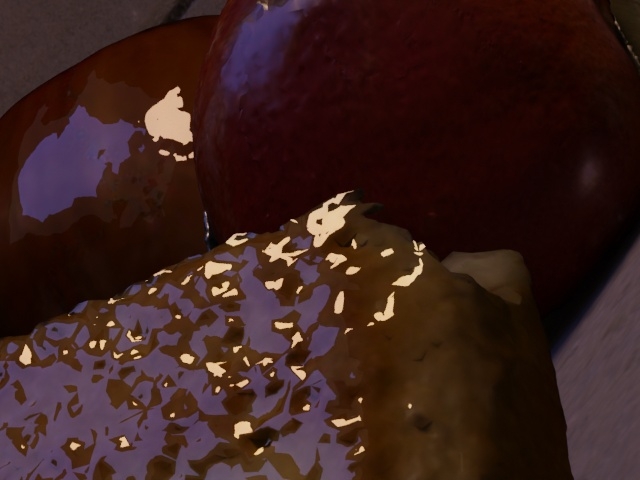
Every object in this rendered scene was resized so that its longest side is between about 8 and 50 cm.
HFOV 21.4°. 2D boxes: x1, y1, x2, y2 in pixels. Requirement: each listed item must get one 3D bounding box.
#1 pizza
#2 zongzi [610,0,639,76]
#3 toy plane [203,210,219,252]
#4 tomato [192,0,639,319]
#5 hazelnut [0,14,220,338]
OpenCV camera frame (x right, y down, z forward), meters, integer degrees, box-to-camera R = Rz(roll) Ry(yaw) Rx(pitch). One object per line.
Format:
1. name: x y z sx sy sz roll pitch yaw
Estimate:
1. pizza: -0.047 0.134 0.324 0.258 0.087 0.268 -27 40 10
2. zongzi: 0.100 -0.105 0.960 0.323 0.160 0.360 -49 24 41
3. toy plane: -0.008 0.014 0.858 0.082 0.160 0.234 -51 41 28
4. tomato: 0.027 -0.065 0.733 0.200 0.139 0.233 -34 35 15
5. hazelnut: -0.093 0.021 1.232 0.366 0.366 0.366 -54 1 1
